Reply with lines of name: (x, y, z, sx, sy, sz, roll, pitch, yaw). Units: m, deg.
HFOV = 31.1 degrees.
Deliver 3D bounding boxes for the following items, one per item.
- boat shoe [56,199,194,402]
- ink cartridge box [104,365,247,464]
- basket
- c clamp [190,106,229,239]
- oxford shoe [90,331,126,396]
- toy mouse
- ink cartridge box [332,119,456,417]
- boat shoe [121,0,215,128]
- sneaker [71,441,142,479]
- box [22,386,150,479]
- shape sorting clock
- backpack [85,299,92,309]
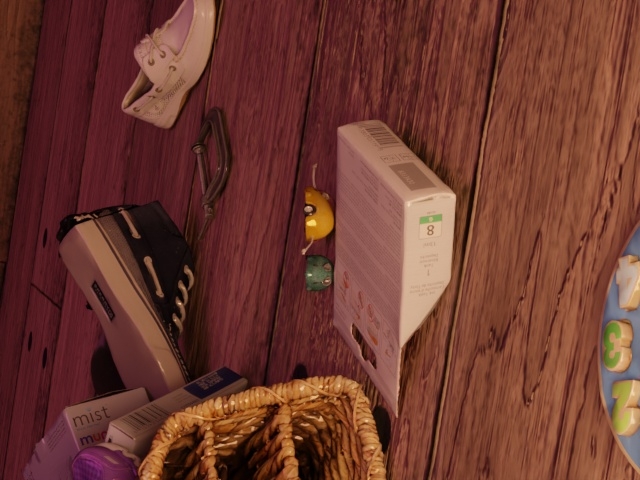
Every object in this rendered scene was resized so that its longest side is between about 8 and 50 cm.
boat shoe: (-0.224, 0.093, 1.615, 0.127, 0.158, 0.340, -39, 76, 51)
ink cartridge box: (-0.191, 0.279, 1.366, 0.045, 0.223, 0.224, 28, 113, 23)
basket: (-0.067, 0.290, 1.062, 0.223, 0.213, 0.299, 125, 144, -48)
c clamp: (-0.161, -0.104, 1.628, 0.137, 0.022, 0.160, 127, 142, -49)
oxford shoe: (-0.324, 0.162, 1.881, 0.076, 0.076, 0.212, -57, -20, -73)
toy mouse: (0.000, 0.000, 1.203, 0.143, 0.031, 0.161, 88, -178, -48)
ink cartridge box: (0.064, 0.023, 1.079, 0.181, 0.056, 0.224, -126, 30, -57)
boat shoe: (-0.238, -0.277, 1.759, 0.277, 0.096, 0.098, 123, 147, -43)
sneaker: (-0.210, 0.314, 1.171, 0.095, 0.104, 0.236, -49, 57, 34)
box: (-0.296, 0.364, 1.579, 0.262, 0.127, 0.231, -51, 57, 50)
shape sorting clock: (0.230, 0.052, 0.683, 0.206, 0.040, 0.206, -172, 90, -66)
backpack: (-0.277, 0.081, 1.742, 0.120, 0.101, 0.098, 35, 124, 28)
